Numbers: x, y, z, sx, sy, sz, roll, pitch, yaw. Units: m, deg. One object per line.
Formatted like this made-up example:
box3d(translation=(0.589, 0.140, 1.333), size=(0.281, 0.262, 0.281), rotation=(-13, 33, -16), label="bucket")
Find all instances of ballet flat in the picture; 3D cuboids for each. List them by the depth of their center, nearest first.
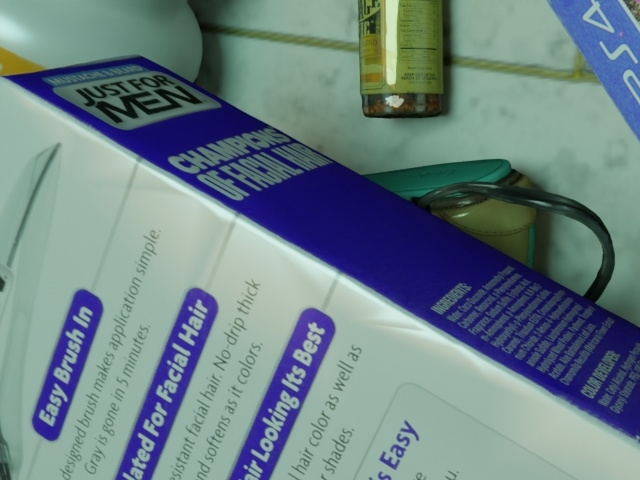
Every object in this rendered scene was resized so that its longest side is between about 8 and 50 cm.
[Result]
box3d(translation=(0.000, 0.000, 0.605), size=(0.232, 0.080, 0.073), rotation=(5, 116, 41), label="ballet flat")

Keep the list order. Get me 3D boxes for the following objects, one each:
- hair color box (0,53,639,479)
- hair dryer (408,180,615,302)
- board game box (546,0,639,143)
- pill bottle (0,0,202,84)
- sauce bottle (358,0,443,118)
box3d(translation=(0.009, 0.084, 0.476), size=(0.339, 0.110, 0.185), rotation=(30, 114, 14), label="hair color box")
box3d(translation=(0.021, 0.099, 0.578), size=(0.293, 0.080, 0.223), rotation=(-16, 95, 27), label="hair dryer")
box3d(translation=(0.174, -0.191, 0.351), size=(0.232, 0.141, 0.291), rotation=(62, 143, 17), label="board game box")
box3d(translation=(-0.162, -0.080, 0.672), size=(0.162, 0.162, 0.278), rotation=(44, 120, 28), label="pill bottle")
box3d(translation=(0.038, -0.122, 0.582), size=(0.042, 0.042, 0.128), rotation=(0, 92, 39), label="sauce bottle")
